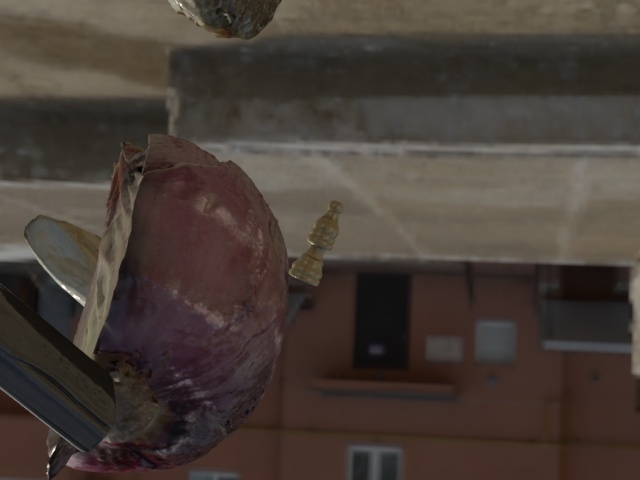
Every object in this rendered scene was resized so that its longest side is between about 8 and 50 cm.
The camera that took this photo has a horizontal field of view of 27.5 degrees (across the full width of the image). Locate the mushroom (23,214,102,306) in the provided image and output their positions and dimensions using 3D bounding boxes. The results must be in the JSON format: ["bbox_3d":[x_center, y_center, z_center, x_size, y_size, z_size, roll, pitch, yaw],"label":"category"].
[{"bbox_3d":[-0.224,0.057,1.353,0.084,0.209,0.071,-43,172,10],"label":"mushroom"}]

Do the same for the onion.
[{"bbox_3d":[-0.108,0.033,1.073,0.159,0.267,0.349,19,-146,-14],"label":"onion"}]

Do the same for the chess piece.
[{"bbox_3d":[0.000,0.000,1.392,0.035,0.092,0.035,24,-175,-2],"label":"chess piece"}]

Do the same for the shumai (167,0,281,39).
[{"bbox_3d":[-0.109,-0.259,1.032,0.153,0.210,0.161,0,172,12],"label":"shumai"}]

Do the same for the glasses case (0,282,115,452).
[{"bbox_3d":[-0.200,0.049,0.772,0.190,0.042,0.072,46,-174,-29],"label":"glasses case"}]
